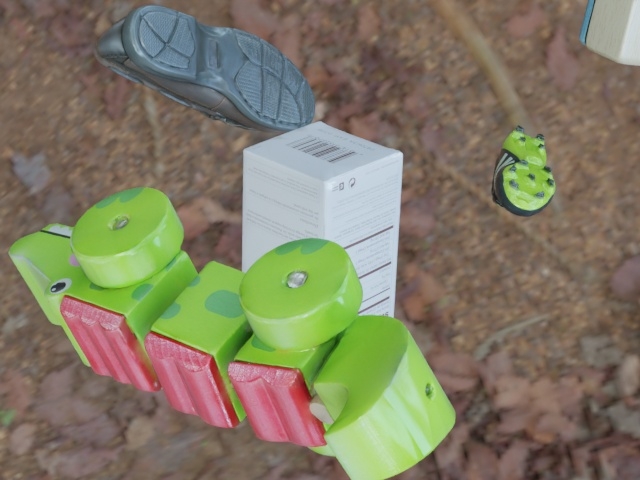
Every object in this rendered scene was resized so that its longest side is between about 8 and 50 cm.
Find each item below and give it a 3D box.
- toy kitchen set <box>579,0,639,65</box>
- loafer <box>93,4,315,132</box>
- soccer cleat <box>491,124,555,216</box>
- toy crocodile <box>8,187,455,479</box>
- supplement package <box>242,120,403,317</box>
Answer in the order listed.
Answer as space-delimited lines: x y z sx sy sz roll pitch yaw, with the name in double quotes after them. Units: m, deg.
0.237 -0.186 1.089 0.207 0.166 0.122 2 110 -31 "toy kitchen set"
-0.122 -0.180 1.800 0.267 0.084 0.096 22 65 -42 "loafer"
0.202 -0.055 1.716 0.060 0.072 0.179 22 26 -3 "soccer cleat"
-0.062 0.056 0.963 0.105 0.341 0.115 -47 134 -30 "toy crocodile"
0.000 0.000 1.520 0.105 0.105 0.179 -24 126 -43 "supplement package"
